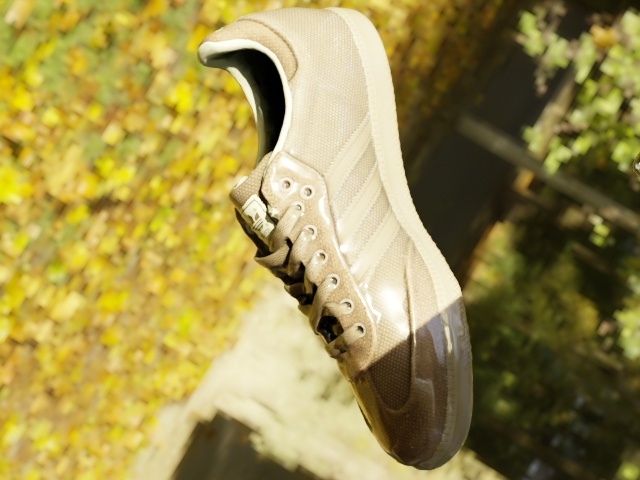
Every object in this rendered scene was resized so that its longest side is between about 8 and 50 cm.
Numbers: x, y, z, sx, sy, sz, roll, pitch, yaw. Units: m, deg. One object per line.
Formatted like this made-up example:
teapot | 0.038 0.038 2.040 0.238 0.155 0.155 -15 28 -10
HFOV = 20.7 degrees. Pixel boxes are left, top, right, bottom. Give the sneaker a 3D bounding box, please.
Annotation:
sneaker | 0.000 0.000 0.665 0.071 0.188 0.066 -5 158 -26

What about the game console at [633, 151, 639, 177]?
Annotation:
game console | 0.123 0.034 0.460 0.085 0.124 0.144 -59 170 13
